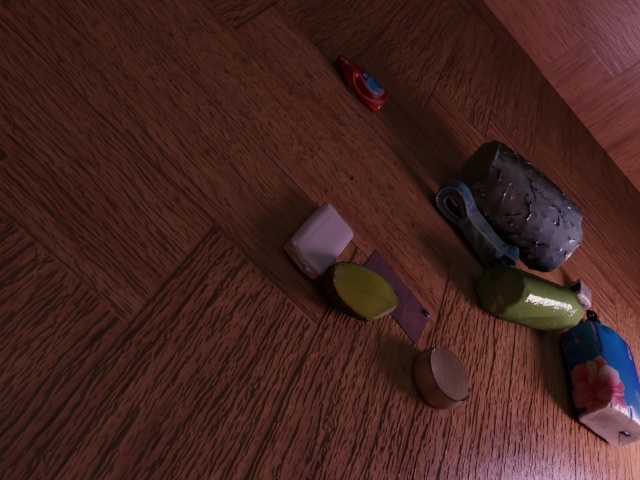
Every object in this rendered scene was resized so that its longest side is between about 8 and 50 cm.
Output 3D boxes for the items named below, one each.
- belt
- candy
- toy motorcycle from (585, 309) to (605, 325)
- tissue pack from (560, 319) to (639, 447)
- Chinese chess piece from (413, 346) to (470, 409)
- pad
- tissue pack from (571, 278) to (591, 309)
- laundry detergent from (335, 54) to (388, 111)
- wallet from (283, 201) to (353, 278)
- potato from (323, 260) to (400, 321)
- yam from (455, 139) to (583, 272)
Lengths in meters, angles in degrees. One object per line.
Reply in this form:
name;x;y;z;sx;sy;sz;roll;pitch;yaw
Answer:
belt;0.412;-0.028;1.587;0.302;0.087;0.072;50;29;-7
candy;0.542;0.148;1.551;0.343;0.142;0.132;18;36;-40
toy motorcycle;0.825;0.286;1.824;0.100;0.058;0.173;48;37;-20
tissue pack;0.756;0.373;1.607;0.209;0.137;0.270;37;39;-24
Chinese chess piece;0.236;0.269;1.191;0.122;0.051;0.122;28;42;-29
pad;0.158;0.114;1.264;0.188;0.006;0.113;50;37;-5
tissue pack;0.821;0.171;1.919;0.062;0.042;0.083;47;37;-13
laundry detergent;0.101;-0.413;1.588;0.165;0.049;0.097;41;42;-13
wallet;0.000;0.000;1.159;0.095;0.033;0.190;47;36;-7
potato;0.072;0.103;1.141;0.198;0.054;0.119;6;57;-51
yam;0.538;-0.102;1.687;0.348;0.241;0.241;40;39;-15
